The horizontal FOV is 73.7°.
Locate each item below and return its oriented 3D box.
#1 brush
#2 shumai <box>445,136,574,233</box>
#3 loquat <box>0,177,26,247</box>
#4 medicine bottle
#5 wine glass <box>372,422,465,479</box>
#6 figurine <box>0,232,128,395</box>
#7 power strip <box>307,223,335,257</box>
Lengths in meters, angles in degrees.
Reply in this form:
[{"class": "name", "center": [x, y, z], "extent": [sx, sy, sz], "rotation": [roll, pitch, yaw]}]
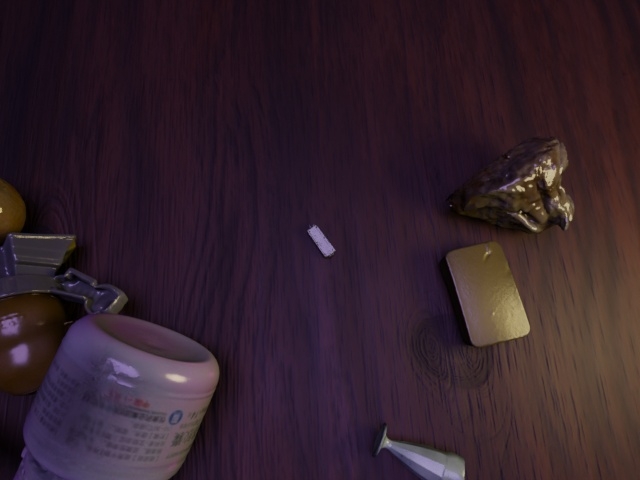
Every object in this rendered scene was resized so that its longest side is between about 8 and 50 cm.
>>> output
[{"class": "brush", "center": [0.325, 0.107, 0.858], "extent": [0.123, 0.059, 0.197], "rotation": [-12, 75, -7]}, {"class": "shumai", "center": [0.406, -0.082, 0.844], "extent": [0.218, 0.184, 0.185], "rotation": [-29, 74, -22]}, {"class": "loquat", "center": [-0.682, -0.066, 0.844], "extent": [0.172, 0.204, 0.149], "rotation": [35, 34, -15]}, {"class": "medicine bottle", "center": [-0.337, 0.309, 0.697], "extent": [0.256, 0.256, 0.324], "rotation": [21, 83, 6]}, {"class": "wine glass", "center": [0.176, 0.393, 0.774], "extent": [0.155, 0.073, 0.073], "rotation": [24, 76, 10]}, {"class": "figurine", "center": [-0.547, 0.142, 0.790], "extent": [0.343, 0.167, 0.285], "rotation": [-32, 67, 12]}, {"class": "power strip", "center": [0.000, 0.000, 0.907], "extent": [0.027, 0.017, 0.083], "rotation": [-33, 77, -10]}]
